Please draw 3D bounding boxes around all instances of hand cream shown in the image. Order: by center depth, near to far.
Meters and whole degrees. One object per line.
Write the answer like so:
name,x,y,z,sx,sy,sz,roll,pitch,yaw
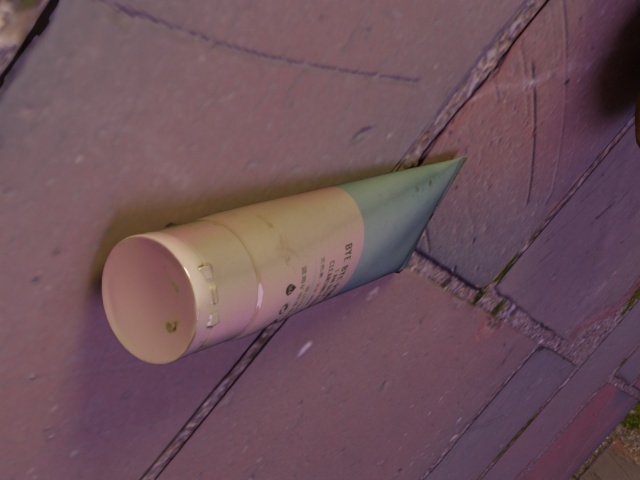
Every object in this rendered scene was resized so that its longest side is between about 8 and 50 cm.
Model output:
hand cream,0.000,0.000,0.557,0.312,0.070,0.111,-17,139,-56

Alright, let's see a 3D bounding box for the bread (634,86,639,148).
bread,0.382,-0.152,0.742,0.244,0.134,0.244,-20,-178,1
